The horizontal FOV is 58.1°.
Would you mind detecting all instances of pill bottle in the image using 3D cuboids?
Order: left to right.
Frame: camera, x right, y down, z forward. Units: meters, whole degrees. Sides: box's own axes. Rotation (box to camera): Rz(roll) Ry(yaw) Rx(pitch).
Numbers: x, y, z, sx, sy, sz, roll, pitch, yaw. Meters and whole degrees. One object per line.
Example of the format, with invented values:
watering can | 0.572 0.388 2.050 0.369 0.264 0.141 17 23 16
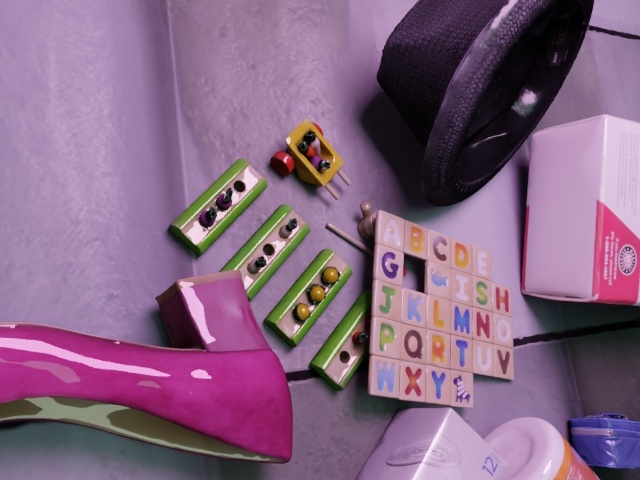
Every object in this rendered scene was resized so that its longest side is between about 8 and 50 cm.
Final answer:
pill bottle | 0.267 0.309 0.626 0.216 0.121 0.121 49 60 -8

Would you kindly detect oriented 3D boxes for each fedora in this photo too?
fedora | 0.174 -0.200 0.679 0.152 0.334 0.334 36 57 24

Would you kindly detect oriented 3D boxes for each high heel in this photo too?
high heel | -0.190 0.147 0.433 0.377 0.127 0.181 -15 79 -30

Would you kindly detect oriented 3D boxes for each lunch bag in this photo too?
lunch bag | 0.368 0.251 0.726 0.098 0.067 0.065 12 71 -25

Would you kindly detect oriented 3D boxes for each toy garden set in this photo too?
toy garden set | 0.000 0.000 0.618 0.244 0.049 0.204 45 61 -9

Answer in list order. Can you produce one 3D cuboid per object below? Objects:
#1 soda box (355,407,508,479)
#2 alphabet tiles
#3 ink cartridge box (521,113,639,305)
soda box | 0.059 0.298 0.537 0.091 0.098 0.286 44 62 -9
alphabet tiles | 0.149 0.089 0.668 0.237 0.009 0.198 17 68 -34
ink cartridge box | 0.432 -0.023 0.774 0.306 0.131 0.226 7 86 -25
